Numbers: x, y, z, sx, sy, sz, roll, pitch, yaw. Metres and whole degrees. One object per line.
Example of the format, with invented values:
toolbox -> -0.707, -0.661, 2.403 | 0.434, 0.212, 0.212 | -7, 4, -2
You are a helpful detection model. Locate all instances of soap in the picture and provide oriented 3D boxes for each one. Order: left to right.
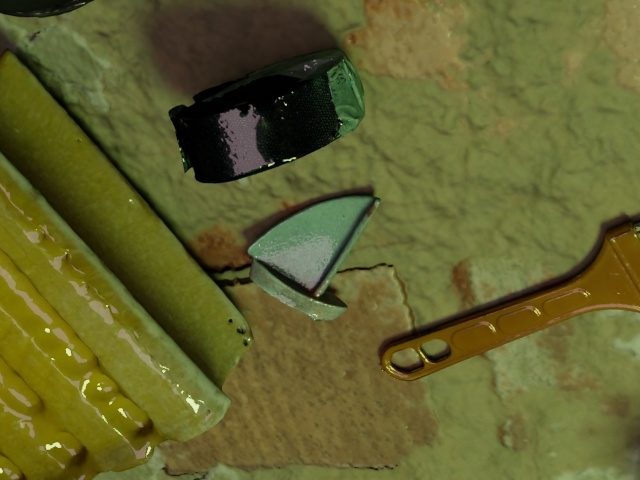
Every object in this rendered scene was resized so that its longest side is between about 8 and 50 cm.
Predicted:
soap -> -0.266, 0.051, 0.823 | 0.293, 0.156, 0.335 | -32, 108, 26

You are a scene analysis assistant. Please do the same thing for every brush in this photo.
brush -> 0.179, 0.054, 0.784 | 0.314, 0.017, 0.090 | -25, 112, 28

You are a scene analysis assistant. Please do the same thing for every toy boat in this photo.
toy boat -> 0.000, -0.001, 0.795 | 0.096, 0.034, 0.122 | 29, 116, -3

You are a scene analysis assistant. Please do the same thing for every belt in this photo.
belt -> -0.036, -0.087, 0.697 | 0.140, 0.105, 0.058 | -21, 112, -2

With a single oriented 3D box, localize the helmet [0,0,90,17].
helmet -> -0.214, -0.245, 0.620 | 0.230, 0.160, 0.279 | 41, 122, -13
